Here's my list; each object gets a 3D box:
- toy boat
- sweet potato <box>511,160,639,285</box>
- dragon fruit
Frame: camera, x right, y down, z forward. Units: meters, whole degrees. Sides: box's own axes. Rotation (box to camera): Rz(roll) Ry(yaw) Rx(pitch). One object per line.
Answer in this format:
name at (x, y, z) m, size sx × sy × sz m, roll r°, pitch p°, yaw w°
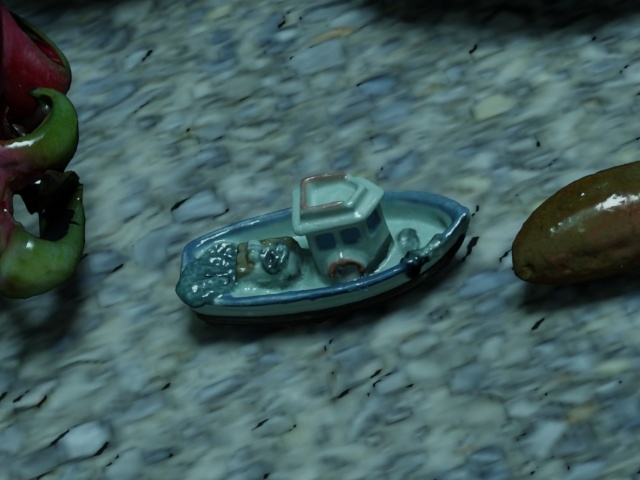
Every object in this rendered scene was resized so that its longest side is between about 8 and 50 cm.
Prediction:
toy boat at (0.000, 0.000, 0.883) m, size 0.140 × 0.066 × 0.059 m, roll -9°, pitch 48°, yaw 10°
sweet potato at (0.187, -0.023, 0.854) m, size 0.214 × 0.050 × 0.050 m, roll -15°, pitch 51°, yaw 3°
dragon fruit at (-0.227, -0.083, 0.954) m, size 0.218 × 0.272 × 0.198 m, roll -32°, pitch 7°, yaw -1°
